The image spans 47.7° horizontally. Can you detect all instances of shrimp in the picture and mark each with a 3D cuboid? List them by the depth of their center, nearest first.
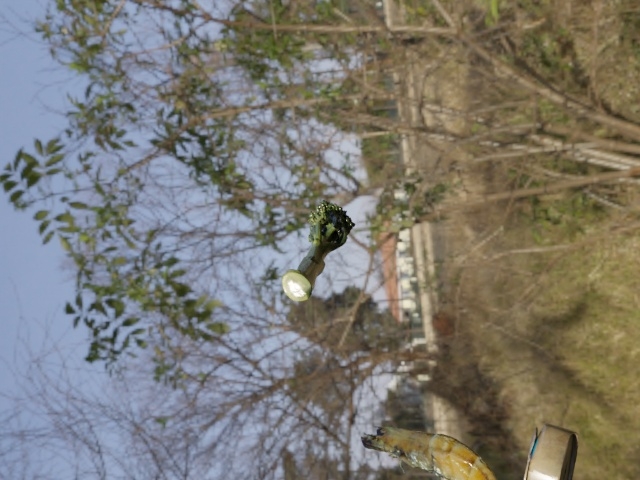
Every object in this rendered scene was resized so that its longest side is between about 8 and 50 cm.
[{"bbox_3d":[0.147,0.325,0.985,0.051,0.217,0.150,-30,-64,-41],"label":"shrimp"}]

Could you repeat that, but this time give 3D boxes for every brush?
[{"bbox_3d":[0.119,0.230,0.469,0.070,0.065,0.327,-49,-37,-42],"label":"brush"}]

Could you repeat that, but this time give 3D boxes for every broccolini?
[{"bbox_3d":[-0.006,0.001,1.021,0.074,0.079,0.392,50,-170,-4],"label":"broccolini"}]
